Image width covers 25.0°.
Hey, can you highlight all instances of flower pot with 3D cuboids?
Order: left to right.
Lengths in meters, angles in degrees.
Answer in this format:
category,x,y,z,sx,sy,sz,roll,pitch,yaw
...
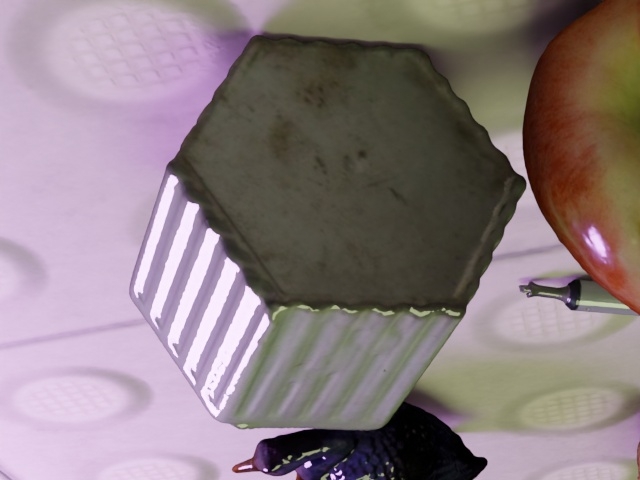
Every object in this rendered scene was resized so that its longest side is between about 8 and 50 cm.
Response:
category,x,y,z,sx,sy,sz,roll,pitch,yaw
flower pot,0.000,0.000,0.976,0.239,0.209,0.190,4,149,-15

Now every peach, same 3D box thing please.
category,x,y,z,sx,sy,sz,roll,pitch,yaw
peach,0.256,-0.051,0.927,0.232,0.232,0.256,-24,156,29

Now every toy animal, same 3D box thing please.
category,x,y,z,sx,sy,sz,roll,pitch,yaw
toy animal,0.050,0.231,1.487,0.298,0.122,0.185,10,147,-27

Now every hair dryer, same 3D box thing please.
category,x,y,z,sx,sy,sz,roll,pitch,yaw
hair dryer,0.272,0.055,1.298,0.197,0.057,0.100,8,149,-6

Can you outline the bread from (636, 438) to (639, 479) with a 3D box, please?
category,x,y,z,sx,sy,sz,roll,pitch,yaw
bread,0.442,0.263,1.561,0.195,0.176,0.246,1,155,13
